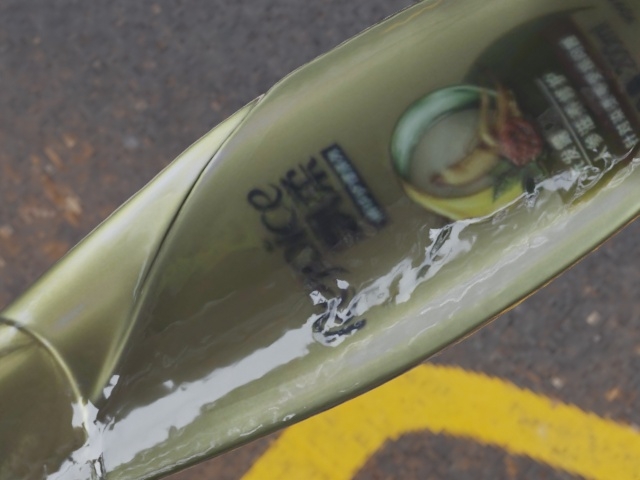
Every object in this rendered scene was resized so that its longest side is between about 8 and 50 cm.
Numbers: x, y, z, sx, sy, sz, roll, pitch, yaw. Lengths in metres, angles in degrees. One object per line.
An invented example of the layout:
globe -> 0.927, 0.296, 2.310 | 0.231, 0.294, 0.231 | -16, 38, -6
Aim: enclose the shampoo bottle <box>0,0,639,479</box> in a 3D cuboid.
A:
shampoo bottle -> 0.000, 0.000, 0.689 | 0.125, 0.350, 0.084 | 58, 173, 10
